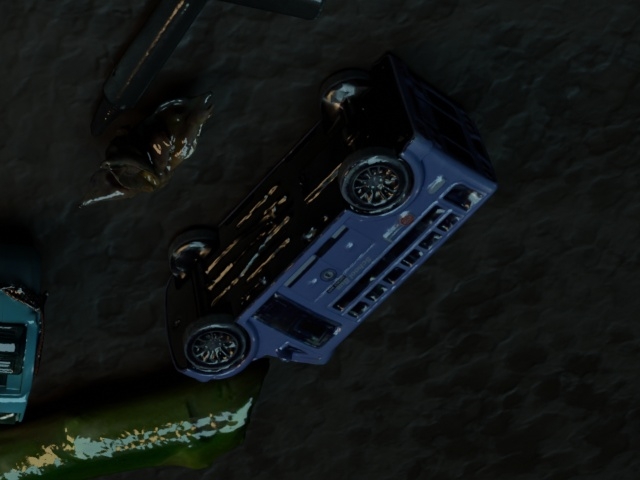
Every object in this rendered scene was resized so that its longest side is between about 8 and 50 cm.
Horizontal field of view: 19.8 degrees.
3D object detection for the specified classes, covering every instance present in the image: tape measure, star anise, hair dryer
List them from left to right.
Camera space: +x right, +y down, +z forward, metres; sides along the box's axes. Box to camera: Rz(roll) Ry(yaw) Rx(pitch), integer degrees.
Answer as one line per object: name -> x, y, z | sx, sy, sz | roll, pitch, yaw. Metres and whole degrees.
tape measure -> -0.261, 0.066, 1.476 | 0.081, 0.125, 0.146 | 5, 141, -11
star anise -> -0.142, -0.060, 1.423 | 0.124, 0.056, 0.129 | -36, 177, -28
hair dryer -> -0.104, -0.147, 1.381 | 0.173, 0.050, 0.195 | 11, 132, -17

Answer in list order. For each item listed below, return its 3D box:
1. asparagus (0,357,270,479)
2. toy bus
asparagus -> -0.200, 0.173, 1.609 | 0.343, 0.082, 0.085 | -16, 135, 5
toy bus -> 0.000, 0.000, 1.469 | 0.133, 0.125, 0.292 | 30, 118, -31
